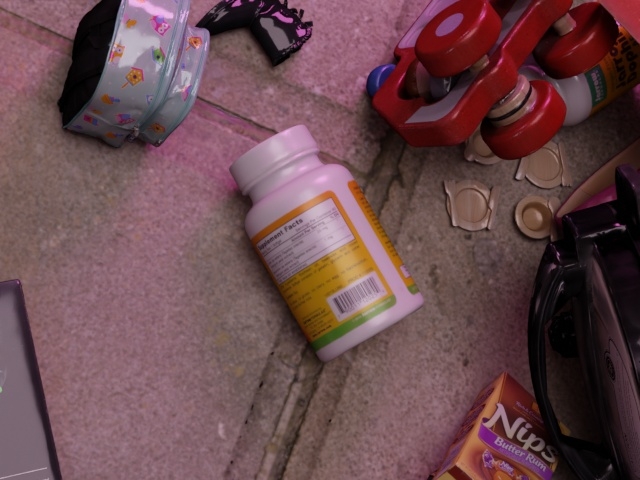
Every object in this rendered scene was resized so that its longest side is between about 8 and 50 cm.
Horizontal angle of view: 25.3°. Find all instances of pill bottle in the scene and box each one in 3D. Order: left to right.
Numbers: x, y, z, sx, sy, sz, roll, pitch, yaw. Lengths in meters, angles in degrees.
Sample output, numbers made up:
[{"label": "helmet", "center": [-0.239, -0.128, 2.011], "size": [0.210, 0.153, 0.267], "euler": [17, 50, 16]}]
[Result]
[{"label": "pill bottle", "center": [0.000, 0.000, 1.602], "size": [0.136, 0.136, 0.245], "euler": [-28, 86, -21]}, {"label": "pill bottle", "center": [0.319, -0.213, 1.760], "size": [0.208, 0.117, 0.117], "euler": [-33, 87, -21]}]

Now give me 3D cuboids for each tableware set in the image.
[{"label": "tableware set", "center": [0.232, -0.071, 1.751], "size": [0.169, 0.020, 0.141], "euler": [12, 73, -13]}]

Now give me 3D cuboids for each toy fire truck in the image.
[{"label": "toy fire truck", "center": [0.176, -0.224, 1.659], "size": [0.169, 0.254, 0.302], "euler": [46, 67, -26]}]

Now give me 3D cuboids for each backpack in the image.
[{"label": "backpack", "center": [-0.202, -0.195, 1.564], "size": [0.144, 0.188, 0.165], "euler": [17, 71, -12]}]

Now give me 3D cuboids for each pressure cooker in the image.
[{"label": "pressure cooker", "center": [0.439, 0.115, 1.565], "size": [0.420, 0.375, 0.369], "euler": [-13, 68, 2]}]

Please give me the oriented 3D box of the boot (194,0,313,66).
[{"label": "boot", "center": [-0.076, -0.251, 1.694], "size": [0.121, 0.045, 0.099], "euler": [-39, 92, -22]}]

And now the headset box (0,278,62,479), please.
[{"label": "headset box", "center": [-0.404, 0.187, 1.439], "size": [0.246, 0.131, 0.283], "euler": [-12, 80, -18]}]

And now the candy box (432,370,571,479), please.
[{"label": "candy box", "center": [0.205, 0.243, 1.601], "size": [0.109, 0.053, 0.186], "euler": [42, 36, -3]}]

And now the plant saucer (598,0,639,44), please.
[{"label": "plant saucer", "center": [0.451, -0.209, 1.631], "size": [0.258, 0.047, 0.259], "euler": [52, 27, 21]}]

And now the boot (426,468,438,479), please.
[{"label": "boot", "center": [0.141, 0.368, 1.590], "size": [0.137, 0.077, 0.198], "euler": [-31, 80, -10]}]

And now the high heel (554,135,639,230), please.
[{"label": "high heel", "center": [0.421, -0.147, 1.762], "size": [0.181, 0.127, 0.377], "euler": [24, 74, -21]}]
